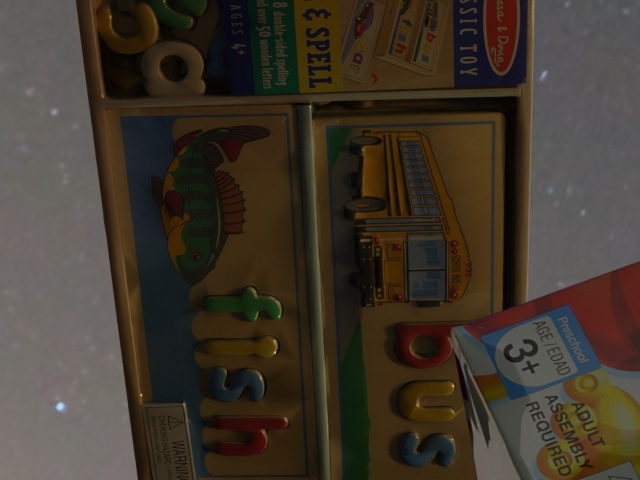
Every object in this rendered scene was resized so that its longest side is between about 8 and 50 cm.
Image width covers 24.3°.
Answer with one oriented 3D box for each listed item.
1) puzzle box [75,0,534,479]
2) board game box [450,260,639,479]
[{"bbox_3d":[0.000,0.000,0.959,0.272,0.052,0.408,-2,-62,3],"label":"puzzle box"},{"bbox_3d":[0.196,0.068,0.432,0.275,0.142,0.144,-19,-38,-3],"label":"board game box"}]
